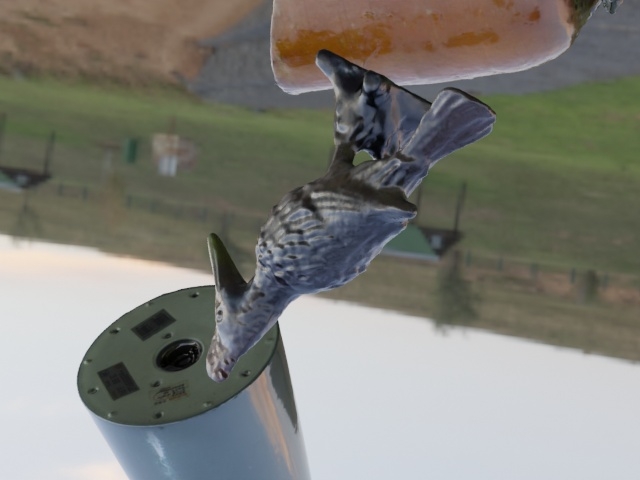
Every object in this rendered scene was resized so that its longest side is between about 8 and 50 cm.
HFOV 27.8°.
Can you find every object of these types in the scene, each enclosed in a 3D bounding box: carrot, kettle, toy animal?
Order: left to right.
[{"bbox_3d":[-0.094,0.166,1.063,0.160,0.243,0.210,-27,-144,-16],"label":"kettle"},{"bbox_3d":[0.001,-0.009,0.624,0.070,0.202,0.105,29,-158,-30],"label":"toy animal"},{"bbox_3d":[0.127,-0.238,1.095,0.331,0.214,0.193,-2,162,19],"label":"carrot"}]
